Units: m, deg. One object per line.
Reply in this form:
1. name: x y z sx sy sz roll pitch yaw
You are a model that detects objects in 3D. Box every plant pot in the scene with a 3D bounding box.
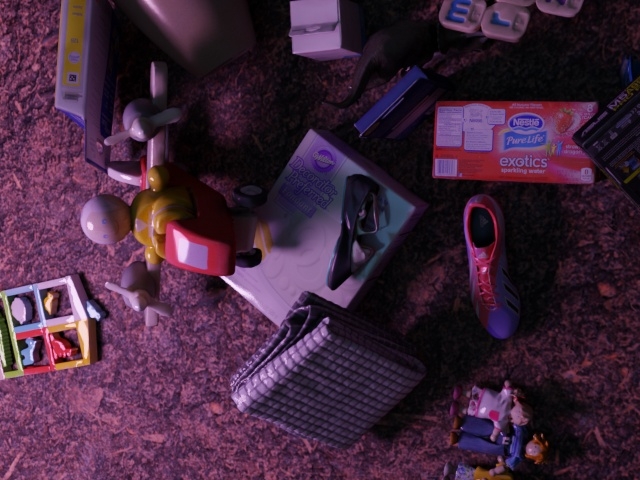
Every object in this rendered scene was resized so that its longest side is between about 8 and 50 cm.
1. plant pot: -0.241 -0.437 1.558 0.257 0.256 0.274 -27 101 22

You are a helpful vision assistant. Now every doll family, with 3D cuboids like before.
1. doll family: 0.298 0.369 1.478 0.163 0.118 0.262 10 80 27

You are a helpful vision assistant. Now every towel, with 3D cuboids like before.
1. towel: 0.009 0.227 1.490 0.235 0.284 0.121 -45 40 21

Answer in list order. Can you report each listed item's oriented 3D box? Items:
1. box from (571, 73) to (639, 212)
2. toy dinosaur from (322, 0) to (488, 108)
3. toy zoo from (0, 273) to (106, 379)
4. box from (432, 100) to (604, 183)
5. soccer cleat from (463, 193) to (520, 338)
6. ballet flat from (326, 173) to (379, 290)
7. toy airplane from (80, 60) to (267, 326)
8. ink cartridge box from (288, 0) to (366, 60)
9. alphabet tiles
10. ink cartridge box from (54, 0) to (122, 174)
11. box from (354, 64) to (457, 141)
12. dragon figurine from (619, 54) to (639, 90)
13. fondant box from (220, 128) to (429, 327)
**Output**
1. box: 0.538 -0.163 1.257 0.216 0.060 0.270 42 104 -14
2. toy dinosaur: 0.119 -0.309 1.424 0.121 0.314 0.160 60 150 18
3. toy zoo: -0.582 0.183 1.850 0.293 0.030 0.192 -12 90 23
4. box: 0.319 -0.159 1.399 0.257 0.123 0.128 4 97 22
5. soccer cleat: 0.279 0.046 1.449 0.083 0.095 0.247 -6 92 23
6. ballet flat: 0.060 -0.009 1.449 0.074 0.074 0.203 14 98 21
7. toy airplane: -0.299 -0.067 1.534 0.384 0.273 0.385 -34 72 54
8. ink cartridge box: 0.012 -0.364 1.496 0.092 0.143 0.089 -2 94 22
9. alphabet tiles: 0.296 -0.451 1.382 0.278 0.021 0.284 17 78 19
10. ink cartridge box: -0.421 -0.284 1.582 0.072 0.303 0.307 6 89 -6
11. box: 0.137 -0.220 1.413 0.136 0.225 0.036 -43 79 20
12. dragon figurine: 0.506 -0.249 1.327 0.144 0.085 0.289 -13 97 14
13. fondant box: 0.000 0.000 1.561 0.238 0.096 0.330 38 106 15
